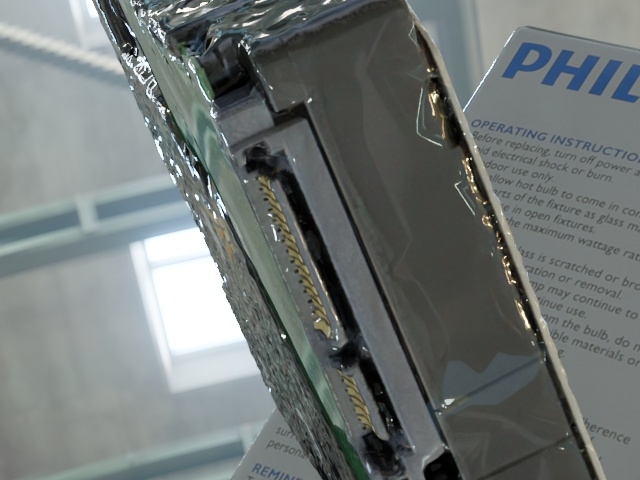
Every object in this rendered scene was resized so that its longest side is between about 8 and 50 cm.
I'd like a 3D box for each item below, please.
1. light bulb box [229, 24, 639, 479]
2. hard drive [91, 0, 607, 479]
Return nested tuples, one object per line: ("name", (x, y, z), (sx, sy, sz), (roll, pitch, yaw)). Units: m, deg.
("light bulb box", (0.170, 0.133, 1.159), (0.225, 0.358, 0.361), (17, -118, 34))
("hard drive", (0.000, 0.000, 0.652), (0.064, 0.237, 0.339), (-25, -159, -5))
